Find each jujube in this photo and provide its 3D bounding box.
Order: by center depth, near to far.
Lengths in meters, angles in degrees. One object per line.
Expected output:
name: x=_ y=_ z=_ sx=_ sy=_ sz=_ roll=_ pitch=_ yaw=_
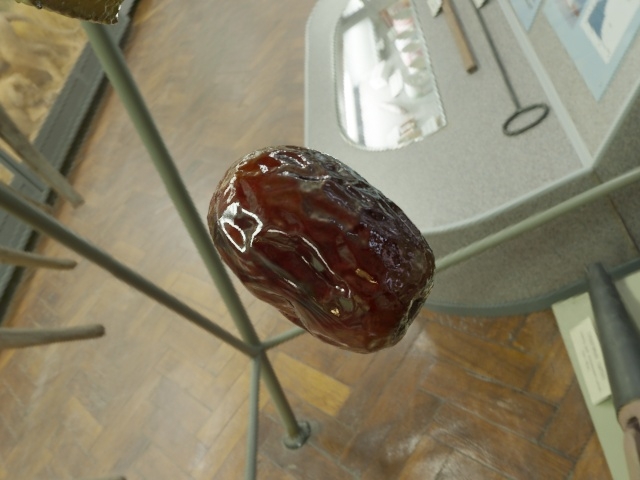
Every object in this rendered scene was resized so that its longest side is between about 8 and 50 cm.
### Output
jujube: x=0.000 y=0.000 z=0.708 sx=0.243 sy=0.183 sz=0.183 roll=31 pitch=72 yaw=18

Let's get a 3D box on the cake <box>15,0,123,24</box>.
cake: x=-0.303 y=-0.412 z=0.744 sx=0.286 sy=0.222 sz=0.227 roll=-66 pitch=-10 yaw=15
